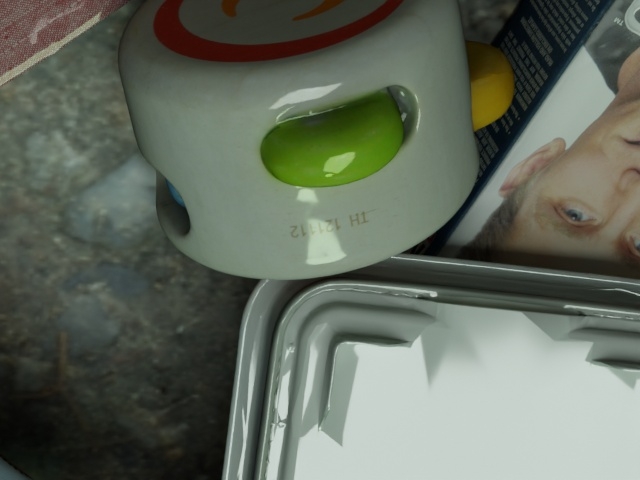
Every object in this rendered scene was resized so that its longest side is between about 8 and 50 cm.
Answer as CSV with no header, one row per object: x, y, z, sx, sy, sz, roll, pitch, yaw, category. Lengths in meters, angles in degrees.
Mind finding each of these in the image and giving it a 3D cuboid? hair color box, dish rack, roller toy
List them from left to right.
-0.008,-0.073,1.110,0.191,0.209,0.146,8,127,29,roller toy
0.082,0.180,1.121,0.285,0.072,0.333,6,94,-9,dish rack
0.197,-0.084,1.195,0.174,0.105,0.347,24,113,-23,hair color box

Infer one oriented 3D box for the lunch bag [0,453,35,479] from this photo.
-0.318,0.237,1.158,0.385,0.239,0.328,-27,125,38,lunch bag

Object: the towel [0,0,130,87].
-0.240,-0.227,1.062,0.237,0.037,0.329,-32,119,10,towel

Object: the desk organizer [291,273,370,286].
0.000,0.000,1.187,0.047,0.130,0.050,-25,120,4,desk organizer
